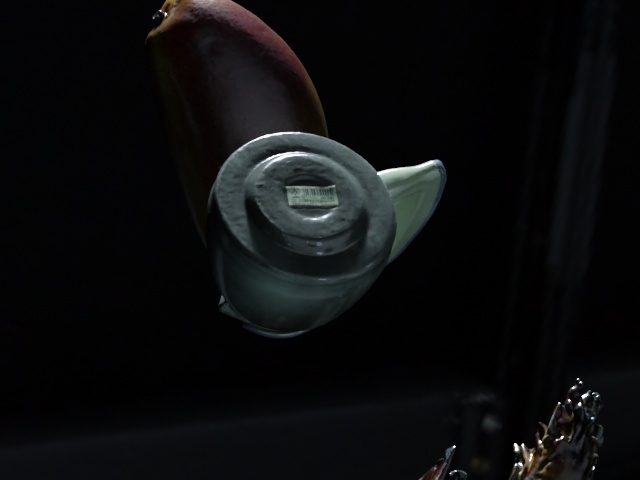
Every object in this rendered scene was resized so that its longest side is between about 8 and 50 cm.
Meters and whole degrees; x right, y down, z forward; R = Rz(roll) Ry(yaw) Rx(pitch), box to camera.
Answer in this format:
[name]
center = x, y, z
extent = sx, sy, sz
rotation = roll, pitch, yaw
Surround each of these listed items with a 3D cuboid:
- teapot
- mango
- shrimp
[teapot]
center = -0.010, -0.004, 1.084
extent = 0.149, 0.111, 0.108
rotation = -51, -10, -39
[mango]
center = -0.056, -0.076, 1.443
extent = 0.133, 0.111, 0.267
rotation = -24, -80, -39
[shrimp]
center = 0.151, 0.246, 1.597
extent = 0.075, 0.178, 0.289
rotation = 50, -126, -50
